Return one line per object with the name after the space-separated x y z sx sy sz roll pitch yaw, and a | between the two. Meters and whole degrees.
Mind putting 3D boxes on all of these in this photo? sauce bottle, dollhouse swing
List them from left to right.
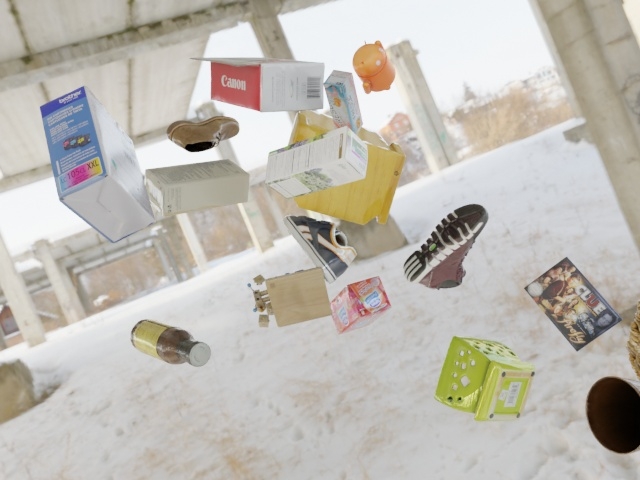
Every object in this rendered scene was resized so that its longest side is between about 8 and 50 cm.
-0.447 0.308 1.736 0.111 0.111 0.344 -24 18 -37 | sauce bottle
0.048 -0.246 1.897 0.347 0.315 0.305 15 6 -14 | dollhouse swing

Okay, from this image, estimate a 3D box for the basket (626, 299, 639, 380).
0.721 0.215 1.025 0.223 0.213 0.299 5 18 -2 | basket

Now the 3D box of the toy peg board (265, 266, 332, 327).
-0.063 0.145 1.663 0.161 0.160 0.079 -13 29 -1 | toy peg board

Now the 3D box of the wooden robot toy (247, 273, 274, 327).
-0.164 0.186 1.707 0.076 0.173 0.079 -11 -40 -9 | wooden robot toy

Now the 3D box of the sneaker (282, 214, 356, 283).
0.000 0.000 1.757 0.127 0.126 0.321 -38 43 -3 | sneaker

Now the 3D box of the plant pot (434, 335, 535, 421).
0.531 0.446 1.849 0.227 0.228 0.207 11 7 -32 | plant pot

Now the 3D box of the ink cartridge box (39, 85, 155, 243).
-0.618 -0.229 1.618 0.151 0.395 0.270 -23 -29 1 | ink cartridge box

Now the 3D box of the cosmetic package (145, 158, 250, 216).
-0.410 -0.182 1.952 0.309 0.113 0.160 -12 34 -35 | cosmetic package

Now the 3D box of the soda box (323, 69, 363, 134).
0.063 -0.361 1.560 0.058 0.183 0.063 17 59 27 | soda box

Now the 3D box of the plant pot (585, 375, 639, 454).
0.946 0.506 1.712 0.230 0.215 0.215 5 -10 -22 | plant pot

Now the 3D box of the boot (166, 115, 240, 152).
-0.383 -0.360 2.046 0.305 0.115 0.112 -22 -34 -48 | boot

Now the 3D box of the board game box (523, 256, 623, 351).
0.772 0.193 1.796 0.165 0.243 0.042 -41 -20 14 | board game box

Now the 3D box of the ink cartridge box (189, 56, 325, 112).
-0.186 -0.443 1.642 0.272 0.130 0.309 -11 23 -33 | ink cartridge box

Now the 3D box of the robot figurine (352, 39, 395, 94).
0.191 -0.615 2.091 0.158 0.128 0.219 -40 -30 10 | robot figurine

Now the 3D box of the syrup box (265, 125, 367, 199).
-0.011 -0.182 1.403 0.237 0.096 0.093 -13 -30 33 | syrup box

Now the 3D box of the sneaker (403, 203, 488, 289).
0.368 0.030 1.577 0.281 0.162 0.106 -44 37 23 | sneaker

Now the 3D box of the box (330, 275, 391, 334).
0.131 0.230 2.038 0.128 0.122 0.257 -14 -18 -20 | box
